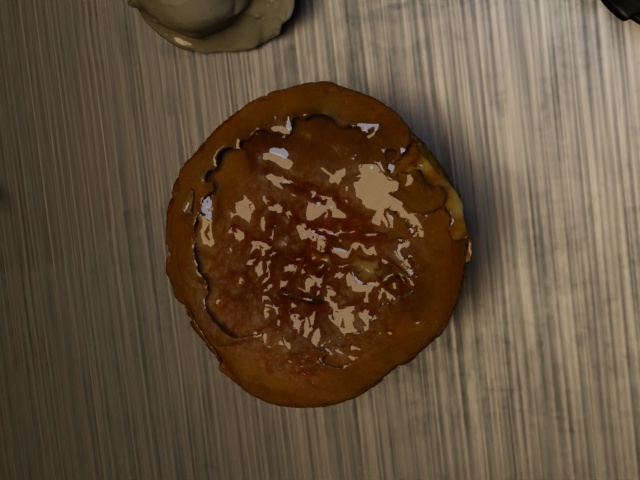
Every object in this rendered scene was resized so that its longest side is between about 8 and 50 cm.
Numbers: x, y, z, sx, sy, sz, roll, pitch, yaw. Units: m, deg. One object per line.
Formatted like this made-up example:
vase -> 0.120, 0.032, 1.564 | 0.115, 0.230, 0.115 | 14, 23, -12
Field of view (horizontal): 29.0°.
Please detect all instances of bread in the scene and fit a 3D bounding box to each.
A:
bread -> 0.003, -0.001, 1.420 | 0.358, 0.204, 0.337 | -38, 86, 23

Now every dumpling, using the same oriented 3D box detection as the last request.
dumpling -> -0.121, -0.307, 1.461 | 0.193, 0.147, 0.258 | 36, 137, -23

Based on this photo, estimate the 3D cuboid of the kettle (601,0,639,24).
kettle -> 0.356, -0.380, 1.233 | 0.320, 0.228, 0.324 | 29, 113, -1
